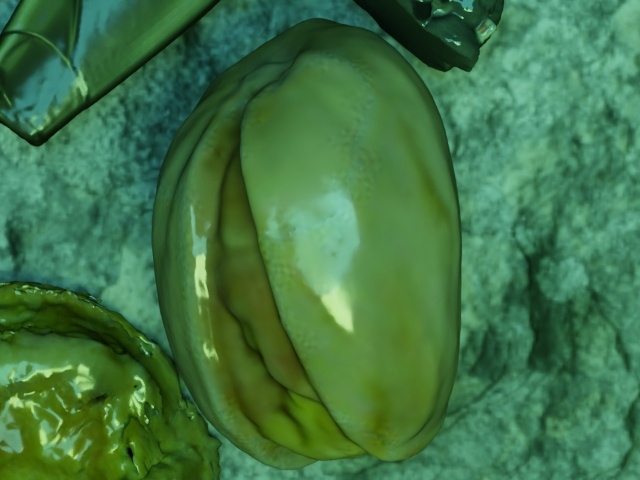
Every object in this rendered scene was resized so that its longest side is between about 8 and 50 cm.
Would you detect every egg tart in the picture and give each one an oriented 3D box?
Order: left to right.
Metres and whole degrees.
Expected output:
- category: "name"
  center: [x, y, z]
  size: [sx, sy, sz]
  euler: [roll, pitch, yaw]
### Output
- category: "egg tart"
  center: [-0.212, 0.163, 1.320]
  size: [0.297, 0.132, 0.297]
  euler: [1, 80, -7]

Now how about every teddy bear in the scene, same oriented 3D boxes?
- category: "teddy bear"
  center: [0.092, -0.258, 1.377]
  size: [0.171, 0.144, 0.251]
  euler: [24, 79, 16]

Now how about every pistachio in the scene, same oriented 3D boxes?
- category: "pistachio"
  center: [0.000, 0.000, 1.307]
  size: [0.230, 0.230, 0.308]
  euler: [-8, 87, -3]

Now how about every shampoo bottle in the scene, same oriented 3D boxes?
- category: "shampoo bottle"
  center: [-0.118, -0.216, 1.392]
  size: [0.125, 0.084, 0.350]
  euler: [41, 84, 2]
